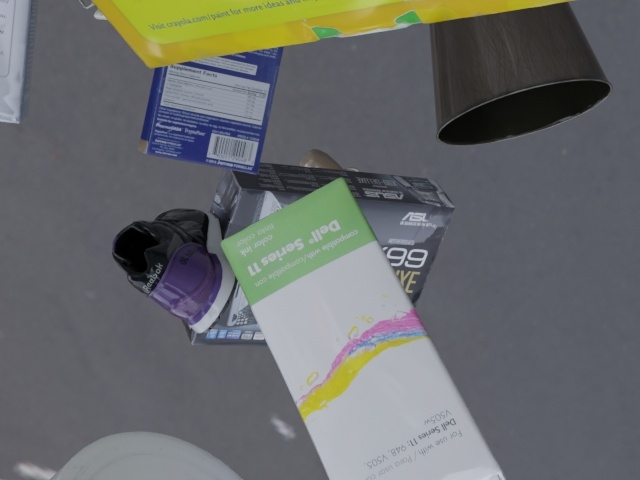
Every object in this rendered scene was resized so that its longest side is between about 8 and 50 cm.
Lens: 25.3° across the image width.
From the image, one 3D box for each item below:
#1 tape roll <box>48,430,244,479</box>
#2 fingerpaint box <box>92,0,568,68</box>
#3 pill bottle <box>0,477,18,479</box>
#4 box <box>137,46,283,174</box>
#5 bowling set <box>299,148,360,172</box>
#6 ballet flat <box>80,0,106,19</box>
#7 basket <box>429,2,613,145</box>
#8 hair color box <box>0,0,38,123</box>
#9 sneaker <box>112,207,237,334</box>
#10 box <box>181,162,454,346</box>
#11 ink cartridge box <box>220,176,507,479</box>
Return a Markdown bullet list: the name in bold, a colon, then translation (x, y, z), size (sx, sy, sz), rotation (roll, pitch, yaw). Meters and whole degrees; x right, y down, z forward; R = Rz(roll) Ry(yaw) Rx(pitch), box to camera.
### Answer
- **tape roll**: translation (-0.163, 0.305, 1.200), size (0.246, 0.246, 0.169), rotation (37, 125, -13)
- **fingerpaint box**: translation (-0.030, -0.315, 0.917), size (0.444, 0.163, 0.371), rotation (-3, 140, 40)
- **pill bottle**: translation (-0.321, 0.345, 1.460), size (0.176, 0.176, 0.318), rotation (29, 163, 0)
- **box**: translation (-0.113, -0.195, 1.581), size (0.136, 0.225, 0.036), rotation (10, -173, -25)
- **bowling set**: translation (0.000, 0.000, 2.412), size (0.154, 0.287, 0.200), rotation (35, 177, -25)
- **ballet flat**: translation (-0.315, -0.339, 2.035), size (0.114, 0.041, 0.041), rotation (44, 146, 7)
- **basket**: translation (0.203, -0.247, 1.636), size (0.204, 0.227, 0.154), rotation (-17, 163, 12)
- **hair color box**: translation (-0.467, -0.354, 1.892), size (0.185, 0.375, 0.113), rotation (6, -171, -6)
- **sneaker**: translation (-0.186, 0.004, 1.685), size (0.124, 0.107, 0.283), rotation (30, -174, -22)
- **box**: translation (-0.006, 0.025, 1.865), size (0.307, 0.076, 0.242), rotation (5, 123, -26)
- **ink cartridge box**: translation (0.060, 0.153, 1.123), size (0.119, 0.353, 0.207), rotation (-27, 149, 0)
